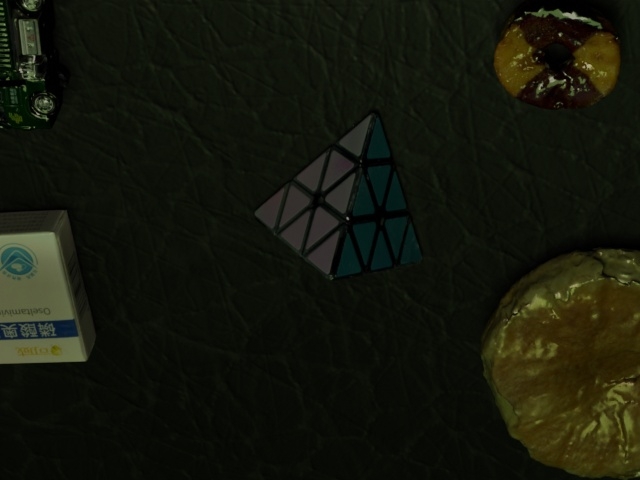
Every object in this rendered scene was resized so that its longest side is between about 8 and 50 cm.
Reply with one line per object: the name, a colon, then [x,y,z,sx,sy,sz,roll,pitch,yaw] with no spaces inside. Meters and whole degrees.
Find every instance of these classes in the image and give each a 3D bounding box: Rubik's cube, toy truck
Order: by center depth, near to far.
toy truck: [-0.354,-0.251,1.982,0.121,0.088,0.259,2,122,6]
Rubik's cube: [0.000,0.000,2.044,0.190,0.178,0.211,-12,119,19]

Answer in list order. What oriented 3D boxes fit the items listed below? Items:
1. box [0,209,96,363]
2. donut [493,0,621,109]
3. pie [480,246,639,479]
box: [-0.468,0.064,2.217,0.343,0.065,0.200,-2,123,10]
donut: [0.261,-0.208,1.935,0.140,0.059,0.140,3,124,5]
pie: [0.351,0.154,2.147,0.339,0.083,0.339,5,125,8]
